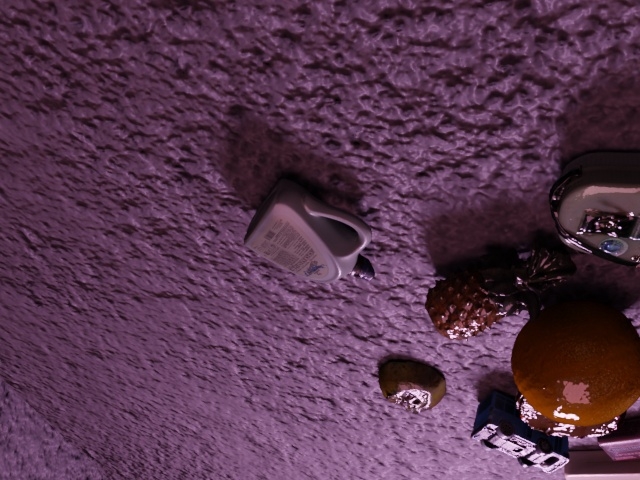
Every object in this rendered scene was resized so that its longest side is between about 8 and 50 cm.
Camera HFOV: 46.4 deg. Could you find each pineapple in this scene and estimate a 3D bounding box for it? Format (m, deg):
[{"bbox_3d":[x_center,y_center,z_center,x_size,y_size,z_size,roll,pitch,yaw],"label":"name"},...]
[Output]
[{"bbox_3d":[0.371,0.103,1.537,0.310,0.141,0.170,-33,93,34],"label":"pineapple"}]

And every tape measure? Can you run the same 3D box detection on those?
[{"bbox_3d":[0.513,-0.040,1.337,0.207,0.115,0.235,1,139,13],"label":"tape measure"}]

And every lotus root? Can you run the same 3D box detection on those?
[{"bbox_3d":[0.238,0.402,1.979,0.183,0.078,0.203,2,141,17],"label":"lotus root"}]

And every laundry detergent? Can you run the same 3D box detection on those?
[{"bbox_3d":[0.000,0.000,1.556,0.280,0.105,0.215,27,138,-12],"label":"laundry detergent"}]

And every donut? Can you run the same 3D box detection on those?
[{"bbox_3d":[0.609,0.389,1.821,0.270,0.103,0.269,10,143,8],"label":"donut"}]

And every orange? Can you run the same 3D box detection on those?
[{"bbox_3d":[0.539,0.254,1.558,0.274,0.274,0.274,9,140,8],"label":"orange"}]

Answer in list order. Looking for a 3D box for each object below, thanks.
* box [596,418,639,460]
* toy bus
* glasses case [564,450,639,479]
[{"bbox_3d":[0.836,0.503,1.909,0.224,0.069,0.120,-19,130,37],"label":"box"},{"bbox_3d":[0.526,0.500,1.953,0.234,0.133,0.116,25,139,-3],"label":"toy bus"},{"bbox_3d":[0.854,0.639,2.055,0.336,0.076,0.144,-10,134,28],"label":"glasses case"}]
